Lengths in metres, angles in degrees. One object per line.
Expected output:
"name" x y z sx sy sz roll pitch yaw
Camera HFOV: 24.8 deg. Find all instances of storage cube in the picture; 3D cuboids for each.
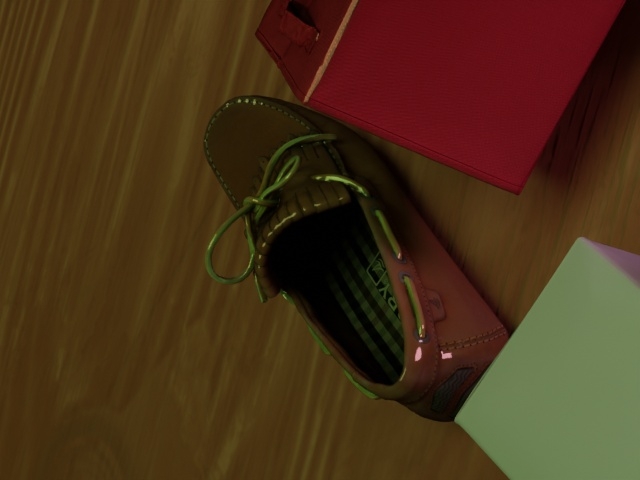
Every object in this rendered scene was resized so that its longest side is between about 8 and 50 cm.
"storage cube" 0.090 -0.179 1.086 0.193 0.215 0.183 -63 22 16

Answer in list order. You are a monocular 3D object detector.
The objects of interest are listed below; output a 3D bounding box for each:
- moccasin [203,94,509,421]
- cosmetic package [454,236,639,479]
"moccasin" -0.002 0.002 1.203 0.139 0.147 0.380 -52 49 25
"cosmetic package" 0.275 0.168 0.841 0.365 0.197 0.155 46 111 43
